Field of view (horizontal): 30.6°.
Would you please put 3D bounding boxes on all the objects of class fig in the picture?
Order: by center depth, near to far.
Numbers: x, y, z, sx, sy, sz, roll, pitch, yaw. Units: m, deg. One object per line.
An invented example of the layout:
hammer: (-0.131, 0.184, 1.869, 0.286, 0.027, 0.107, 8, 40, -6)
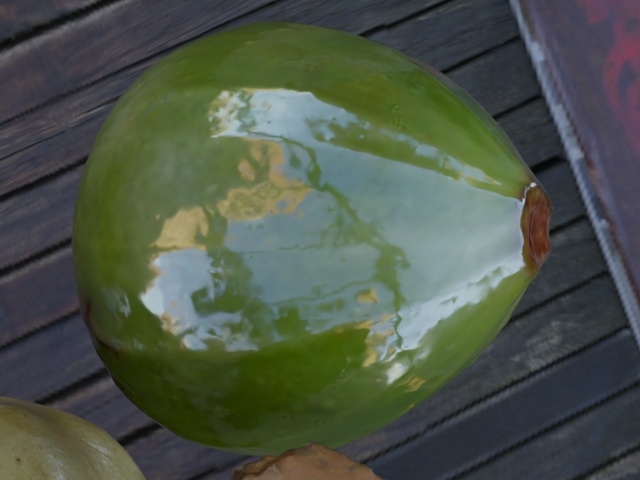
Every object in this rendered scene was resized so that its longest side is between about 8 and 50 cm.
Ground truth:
fig: (0.000, 0.000, 0.772, 0.316, 0.316, 0.316, -1, 96, -12)

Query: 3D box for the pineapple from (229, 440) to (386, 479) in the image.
pineapple: (-0.046, 0.230, 0.657, 0.157, 0.279, 0.158, 16, 50, -20)

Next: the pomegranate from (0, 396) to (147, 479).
pomegranate: (-0.262, 0.287, 0.899, 0.332, 0.332, 0.333, -1, 96, -12)
